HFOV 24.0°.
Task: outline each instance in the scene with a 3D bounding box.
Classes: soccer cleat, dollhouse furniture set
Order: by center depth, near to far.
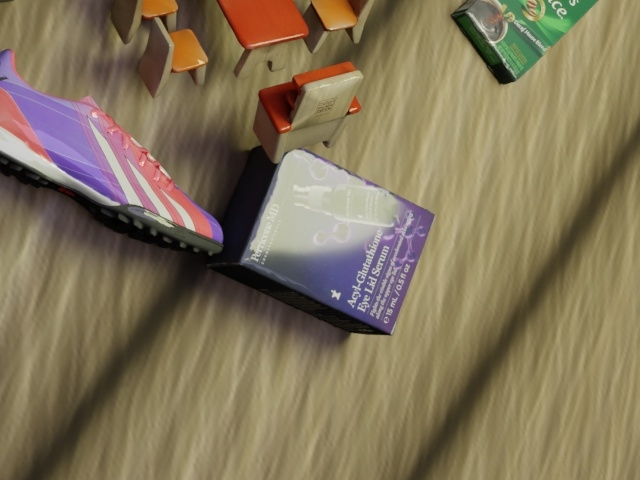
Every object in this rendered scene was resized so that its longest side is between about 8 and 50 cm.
[{"bbox_3d":[-0.229,-0.085,1.594,0.318,0.108,0.116,28,77,-18],"label":"soccer cleat"},{"bbox_3d":[-0.055,-0.227,1.609,0.262,0.135,0.259,-18,65,-25],"label":"dollhouse furniture set"}]

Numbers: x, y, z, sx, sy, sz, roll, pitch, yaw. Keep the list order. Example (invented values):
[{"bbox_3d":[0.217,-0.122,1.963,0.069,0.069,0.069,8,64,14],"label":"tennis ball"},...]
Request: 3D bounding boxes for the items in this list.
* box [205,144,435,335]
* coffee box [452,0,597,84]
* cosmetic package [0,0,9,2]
[{"bbox_3d":[0.000,0.000,1.692,0.207,0.108,0.153,25,78,-22],"label":"box"},{"bbox_3d":[0.260,-0.294,1.863,0.184,0.040,0.113,-43,104,-20],"label":"coffee box"},{"bbox_3d":[-0.331,-0.311,1.487,0.107,0.238,0.127,-10,94,-22],"label":"cosmetic package"}]
